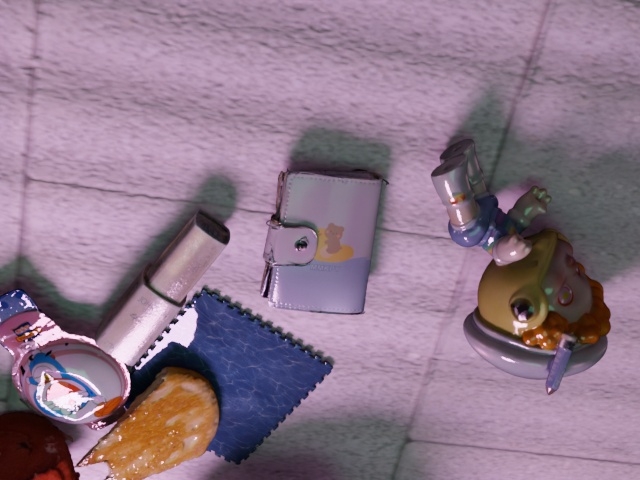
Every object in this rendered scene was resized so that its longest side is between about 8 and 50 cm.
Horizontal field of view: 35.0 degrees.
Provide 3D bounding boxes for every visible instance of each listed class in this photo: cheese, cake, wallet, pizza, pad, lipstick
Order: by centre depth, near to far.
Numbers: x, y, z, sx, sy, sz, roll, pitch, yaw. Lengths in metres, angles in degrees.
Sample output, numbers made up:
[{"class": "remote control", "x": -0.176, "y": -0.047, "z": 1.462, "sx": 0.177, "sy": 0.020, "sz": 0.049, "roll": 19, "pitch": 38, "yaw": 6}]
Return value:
[{"class": "wallet", "x": 0.000, "y": 0.000, "z": 1.484, "sx": 0.170, "sy": 0.069, "sz": 0.231, "roll": 3, "pitch": 115, "yaw": -13}, {"class": "lipstick", "x": -0.232, "y": 0.068, "z": 1.492, "sx": 0.079, "sy": 0.077, "sz": 0.253, "roll": 34, "pitch": 113, "yaw": -16}, {"class": "cheese", "x": -0.403, "y": 0.188, "z": 1.545, "sx": 0.189, "sy": 0.074, "sz": 0.286, "roll": -26, "pitch": 120, "yaw": 14}, {"class": "cake", "x": -0.511, "y": 0.390, "z": 1.572, "sx": 0.283, "sy": 0.177, "sz": 0.150, "roll": -25, "pitch": 124, "yaw": -25}, {"class": "pizza", "x": -0.270, "y": 0.316, "z": 1.618, "sx": 0.262, "sy": 0.034, "sz": 0.181, "roll": -40, "pitch": 128, "yaw": -1}, {"class": "pad", "x": -0.159, "y": 0.228, "z": 1.634, "sx": 0.270, "sy": 0.012, "sz": 0.269, "roll": 32, "pitch": 113, "yaw": -22}]

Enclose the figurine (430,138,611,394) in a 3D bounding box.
[{"class": "figurine", "x": 0.276, "y": 0.029, "z": 1.497, "sx": 0.205, "sy": 0.224, "sz": 0.381, "roll": -22, "pitch": 97, "yaw": 32}]
